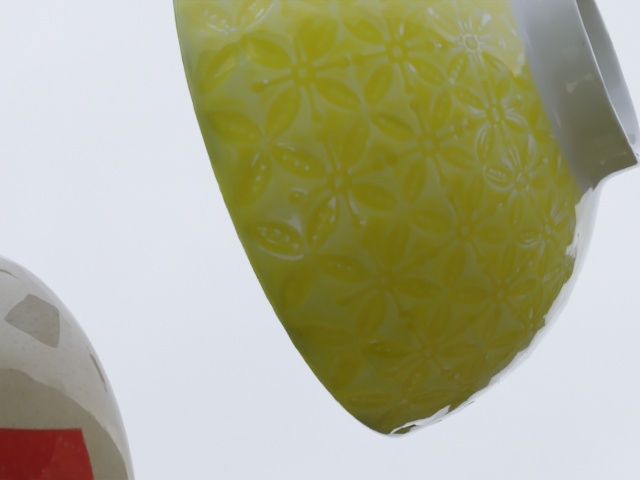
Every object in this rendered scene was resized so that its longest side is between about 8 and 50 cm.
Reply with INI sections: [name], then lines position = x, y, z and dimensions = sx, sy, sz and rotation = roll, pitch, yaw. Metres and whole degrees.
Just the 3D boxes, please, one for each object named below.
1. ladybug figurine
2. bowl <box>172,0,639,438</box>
[ladybug figurine]
position = -0.276, 0.229, 1.067
dimensions = 0.305, 0.449, 0.162
rotation = 4, 3, 27
[bowl]
position = 0.064, -0.064, 0.772
dimensions = 0.156, 0.289, 0.289
rotation = -20, -40, 16
